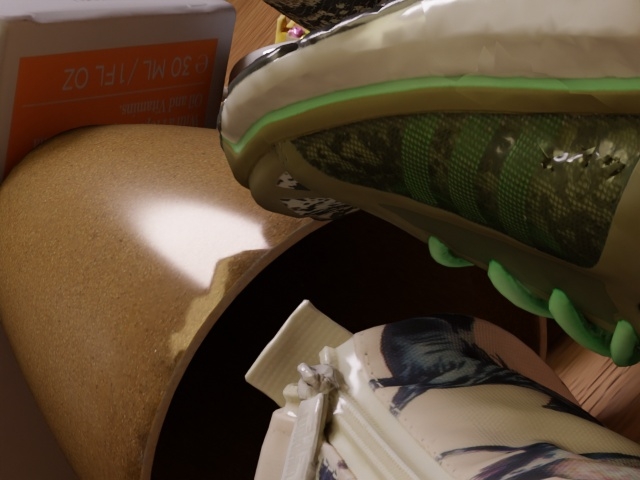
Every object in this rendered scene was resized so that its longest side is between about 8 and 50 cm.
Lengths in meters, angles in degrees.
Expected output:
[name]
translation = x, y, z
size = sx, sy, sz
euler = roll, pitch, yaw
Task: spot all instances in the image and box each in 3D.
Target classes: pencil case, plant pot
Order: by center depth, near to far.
[pencil case]
translation = 0.084, 0.131, 0.622
size = 0.160, 0.183, 0.410
euler = -58, 15, -1
[plant pot]
translation = -0.058, 0.041, 0.980
size = 0.254, 0.237, 0.237
euler = 31, 82, 45

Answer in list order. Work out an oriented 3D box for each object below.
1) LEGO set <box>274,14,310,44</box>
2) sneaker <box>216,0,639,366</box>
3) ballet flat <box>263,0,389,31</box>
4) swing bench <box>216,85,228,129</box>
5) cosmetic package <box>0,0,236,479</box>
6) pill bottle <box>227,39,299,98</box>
[LEGO set]
translation = 0.006, -0.123, 1.727
size = 0.132, 0.107, 0.287
euler = 89, -162, -52
[sneaker]
translation = 0.098, -0.009, 0.647
size = 0.158, 0.182, 0.410
euler = -20, 5, -27
[ballet flat]
translation = 0.060, -0.203, 1.489
size = 0.164, 0.182, 0.483
euler = -44, 1, 7
[swing bench]
translation = -0.141, 0.013, 1.530
size = 0.253, 0.165, 0.254
euler = 130, 153, -58
[cosmetic package]
translation = -0.211, 0.061, 1.187
size = 0.230, 0.161, 0.453
euler = -17, -58, -58
[pill bottle]
translation = 0.000, 0.000, 1.173
size = 0.121, 0.121, 0.221
euler = -26, 58, 60
